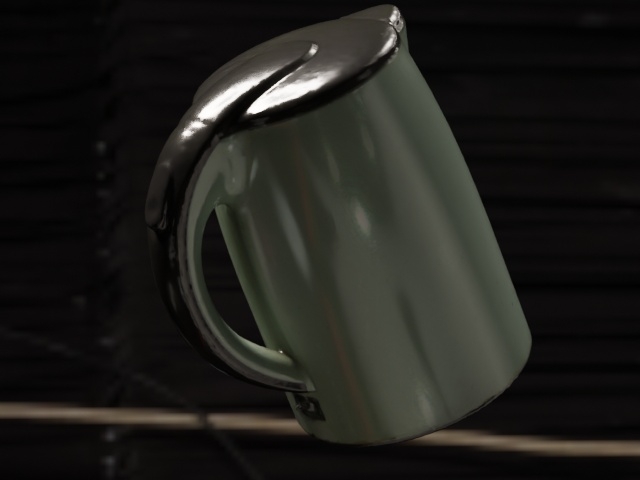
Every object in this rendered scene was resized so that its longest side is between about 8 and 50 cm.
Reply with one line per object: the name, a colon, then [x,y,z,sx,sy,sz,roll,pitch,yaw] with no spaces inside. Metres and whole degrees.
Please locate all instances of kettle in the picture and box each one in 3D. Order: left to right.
kettle: [0.000,0.000,1.170,0.161,0.221,0.236,15,132,53]
